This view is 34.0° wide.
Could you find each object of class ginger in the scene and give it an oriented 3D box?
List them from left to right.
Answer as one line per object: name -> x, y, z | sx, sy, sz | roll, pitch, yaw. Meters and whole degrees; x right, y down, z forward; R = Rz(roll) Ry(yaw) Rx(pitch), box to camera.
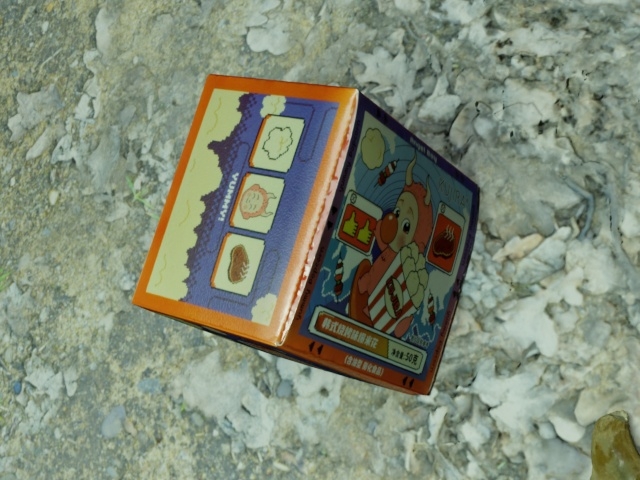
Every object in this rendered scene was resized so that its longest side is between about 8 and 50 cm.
ginger -> 0.401, 0.302, 1.156 | 0.294, 0.086, 0.131 | 51, 126, 39

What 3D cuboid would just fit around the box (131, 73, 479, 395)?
box -> 0.000, 0.000, 1.359 | 0.257, 0.348, 0.318 | 10, 78, 35
